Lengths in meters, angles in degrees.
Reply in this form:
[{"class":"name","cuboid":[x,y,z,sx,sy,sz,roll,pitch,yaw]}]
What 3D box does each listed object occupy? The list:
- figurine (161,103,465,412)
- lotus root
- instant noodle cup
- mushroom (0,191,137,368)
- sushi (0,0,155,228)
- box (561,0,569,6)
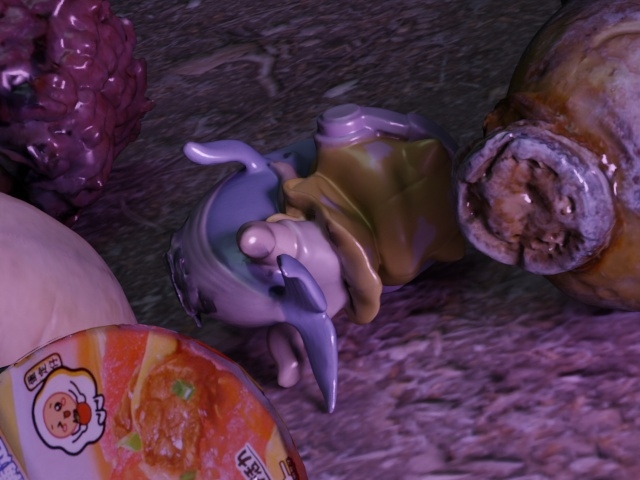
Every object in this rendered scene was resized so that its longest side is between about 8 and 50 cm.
[{"class":"figurine","cuboid":[0.000,0.000,1.008,0.184,0.128,0.208,-15,32,5]},{"class":"lotus root","cuboid":[0.206,-0.078,0.948,0.175,0.175,0.349,1,31,40]},{"class":"instant noodle cup","cuboid":[-0.118,0.140,0.719,0.153,0.205,0.205,-11,22,47]},{"class":"mushroom","cuboid":[-0.220,0.090,0.914,0.254,0.234,0.260,10,-18,-3]},{"class":"sushi","cuboid":[-0.267,-0.100,1.321,0.270,0.236,0.171,12,49,4]},{"class":"box","cuboid":[0.282,-0.187,1.236,0.225,0.086,0.129,-17,24,7]}]
